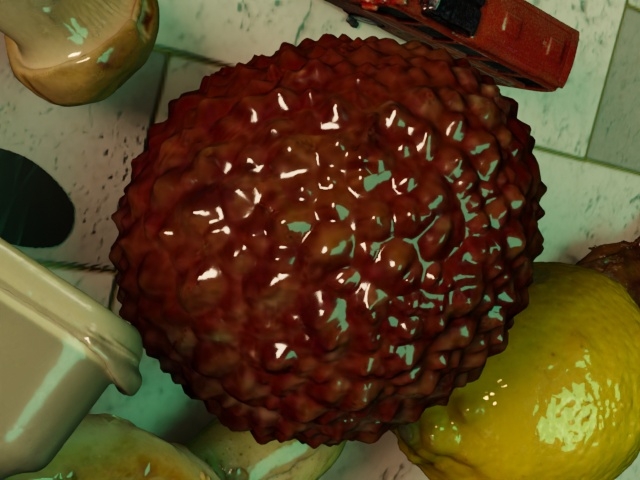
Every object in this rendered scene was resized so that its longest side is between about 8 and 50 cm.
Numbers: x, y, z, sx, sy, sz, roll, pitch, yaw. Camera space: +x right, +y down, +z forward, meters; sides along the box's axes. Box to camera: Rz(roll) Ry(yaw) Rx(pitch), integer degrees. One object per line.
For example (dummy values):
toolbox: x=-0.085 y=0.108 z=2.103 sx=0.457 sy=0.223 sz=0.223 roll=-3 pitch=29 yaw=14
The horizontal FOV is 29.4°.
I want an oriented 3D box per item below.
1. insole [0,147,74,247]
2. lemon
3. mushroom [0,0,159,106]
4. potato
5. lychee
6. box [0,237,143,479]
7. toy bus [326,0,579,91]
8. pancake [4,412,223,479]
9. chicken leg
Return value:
insole: x=-0.205 y=-0.033 z=0.721 sx=0.152 sy=0.002 sz=0.053 roll=24 pitch=87 yaw=-46
lemon: x=0.167 y=0.116 z=0.994 sx=0.260 sy=0.204 sz=0.204 roll=-16 pitch=115 yaw=-33
mushroom: x=-0.191 y=-0.208 z=0.592 sx=0.128 sy=0.128 sz=0.350 roll=-51 pitch=136 yaw=-19
potato: x=-0.052 y=0.161 z=0.876 sx=0.170 sy=0.080 sz=0.107 roll=-33 pitch=165 yaw=-12
lychee: x=0.000 y=0.000 z=0.771 sx=0.264 sy=0.300 sz=0.264 roll=27 pitch=47 yaw=-33
box: x=-0.239 y=0.045 z=0.570 sx=0.274 sy=0.138 sz=0.178 roll=36 pitch=81 yaw=-11
toy bus: x=0.095 y=-0.170 z=0.902 sx=0.235 sy=0.096 sz=0.073 roll=17 pitch=90 yaw=-47
pancake: x=-0.200 y=0.268 z=0.722 sx=0.387 sy=0.082 sz=0.387 roll=-9 pitch=112 yaw=-23
chicken leg: x=0.314 y=0.022 z=1.199 sx=0.304 sy=0.093 sz=0.113 roll=-41 pitch=147 yaw=-37
